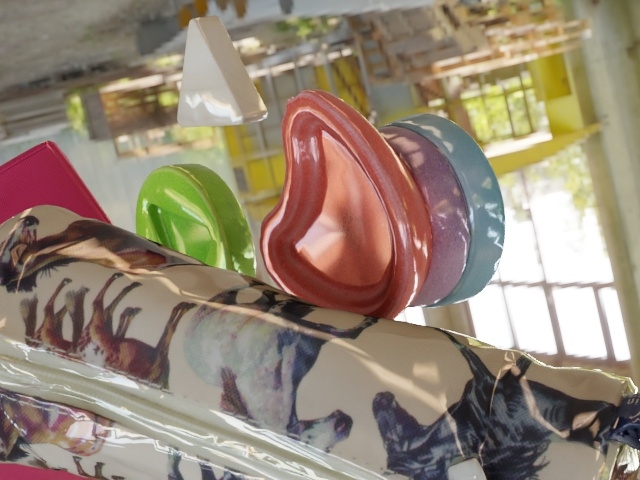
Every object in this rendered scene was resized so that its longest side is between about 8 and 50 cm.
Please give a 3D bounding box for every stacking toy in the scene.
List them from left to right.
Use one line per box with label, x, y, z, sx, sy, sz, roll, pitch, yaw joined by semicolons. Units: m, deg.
stacking toy;0.000;0.000;0.861;0.130;0.279;0.309;-16;143;-36

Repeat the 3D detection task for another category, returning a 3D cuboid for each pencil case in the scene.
pencil case;-0.020;0.103;0.675;0.410;0.160;0.183;16;179;16

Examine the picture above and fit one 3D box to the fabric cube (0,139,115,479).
fabric cube;-0.276;0.112;1.153;0.259;0.258;0.254;-34;153;-13
